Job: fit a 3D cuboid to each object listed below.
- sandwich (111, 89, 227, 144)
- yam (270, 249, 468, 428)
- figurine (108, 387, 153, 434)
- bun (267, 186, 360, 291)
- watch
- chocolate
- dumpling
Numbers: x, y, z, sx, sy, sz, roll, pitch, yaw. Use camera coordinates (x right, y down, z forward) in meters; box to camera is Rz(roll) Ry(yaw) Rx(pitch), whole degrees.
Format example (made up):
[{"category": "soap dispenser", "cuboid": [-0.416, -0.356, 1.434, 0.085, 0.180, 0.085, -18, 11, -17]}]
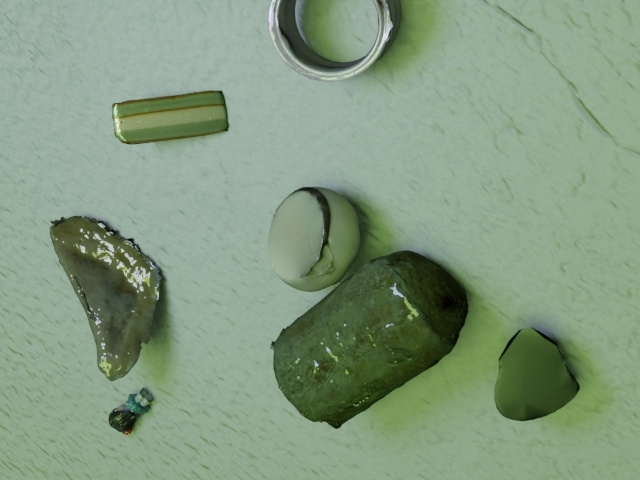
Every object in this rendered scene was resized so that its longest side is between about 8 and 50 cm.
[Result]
[{"category": "sandwich", "cuboid": [-0.259, -0.211, 1.506, 0.163, 0.113, 0.079, -2, 101, 24]}, {"category": "yam", "cuboid": [0.082, 0.149, 1.399, 0.300, 0.195, 0.195, -39, 85, 27]}, {"category": "figurine", "cuboid": [-0.370, 0.337, 1.720, 0.060, 0.047, 0.106, 37, 111, -27]}, {"category": "bun", "cuboid": [0.000, 0.000, 1.435, 0.173, 0.120, 0.172, -18, 66, 46]}, {"category": "watch", "cuboid": [-0.007, -0.351, 1.333, 0.248, 0.211, 0.217, -10, 106, 17]}, {"category": "chocolate", "cuboid": [0.338, 0.202, 1.359, 0.125, 0.080, 0.148, 7, 97, 10]}, {"category": "dumpling", "cuboid": [-0.384, 0.094, 1.646, 0.332, 0.166, 0.086, 66, 160, 15]}]
